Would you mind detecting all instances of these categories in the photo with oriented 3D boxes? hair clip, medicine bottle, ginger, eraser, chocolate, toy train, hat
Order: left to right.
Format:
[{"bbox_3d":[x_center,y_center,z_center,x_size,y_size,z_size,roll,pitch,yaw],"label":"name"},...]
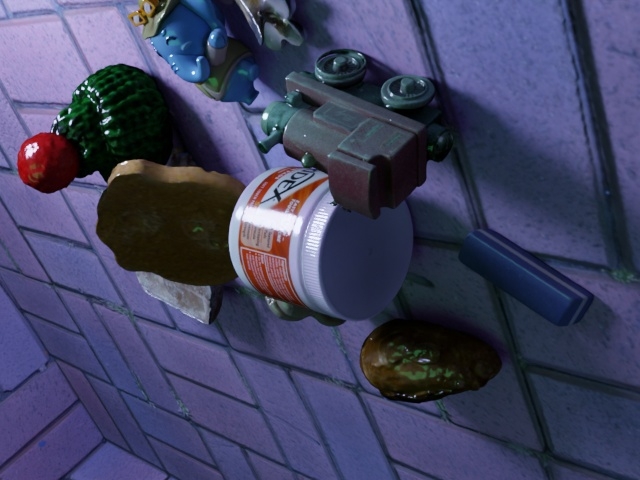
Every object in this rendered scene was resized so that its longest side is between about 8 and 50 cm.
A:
[{"bbox_3d":[-0.493,-0.215,1.835,0.242,0.332,0.274,43,147,27],"label":"hat"},{"bbox_3d":[-0.361,0.080,2.224,0.303,0.100,0.185,23,130,30],"label":"chocolate"},{"bbox_3d":[-0.127,-0.408,1.449,0.257,0.075,0.146,49,165,12],"label":"hair clip"},{"bbox_3d":[0.000,0.000,1.561,0.241,0.252,0.252,13,135,42],"label":"medicine bottle"},{"bbox_3d":[0.044,-0.172,1.351,0.304,0.221,0.150,27,145,31],"label":"toy train"},{"bbox_3d":[0.186,0.236,1.680,0.321,0.172,0.165,-1,87,51],"label":"ginger"},{"bbox_3d":[0.334,0.061,1.431,0.225,0.036,0.082,35,146,20],"label":"eraser"}]

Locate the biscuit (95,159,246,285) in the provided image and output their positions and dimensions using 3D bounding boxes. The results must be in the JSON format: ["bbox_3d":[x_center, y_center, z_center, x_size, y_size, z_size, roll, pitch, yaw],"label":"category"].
[{"bbox_3d":[-0.305,-0.033,1.904,0.365,0.062,0.385,9,142,-9],"label":"biscuit"}]

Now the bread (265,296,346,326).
[{"bbox_3d":[-0.059,0.050,1.755,0.337,0.183,0.102,49,146,-8],"label":"bread"}]

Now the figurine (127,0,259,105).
[{"bbox_3d":[-0.207,-0.351,1.521,0.262,0.154,0.180,38,180,-4],"label":"figurine"}]

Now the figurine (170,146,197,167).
[{"bbox_3d":[-0.308,-0.180,1.939,0.083,0.047,0.050,28,129,41],"label":"figurine"}]
